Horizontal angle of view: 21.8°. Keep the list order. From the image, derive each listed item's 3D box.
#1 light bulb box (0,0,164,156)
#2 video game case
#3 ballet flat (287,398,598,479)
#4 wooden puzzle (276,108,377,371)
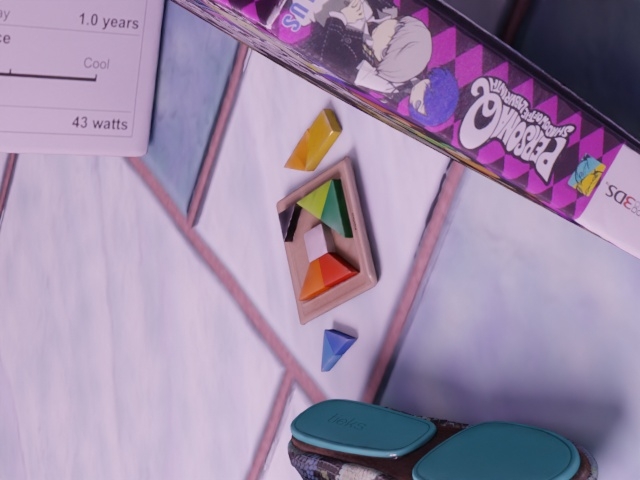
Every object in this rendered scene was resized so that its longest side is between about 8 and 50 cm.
[{"bbox_3d":[-0.279,-0.244,0.942,0.225,0.358,0.361,21,107,52],"label":"light bulb box"},{"bbox_3d":[0.005,-0.082,0.655,0.232,0.210,0.041,34,95,50],"label":"video game case"},{"bbox_3d":[0.057,0.110,0.721,0.188,0.070,0.070,8,97,58],"label":"ballet flat"},{"bbox_3d":[0.000,0.000,0.835,0.078,0.014,0.116,-43,56,48],"label":"wooden puzzle"}]
